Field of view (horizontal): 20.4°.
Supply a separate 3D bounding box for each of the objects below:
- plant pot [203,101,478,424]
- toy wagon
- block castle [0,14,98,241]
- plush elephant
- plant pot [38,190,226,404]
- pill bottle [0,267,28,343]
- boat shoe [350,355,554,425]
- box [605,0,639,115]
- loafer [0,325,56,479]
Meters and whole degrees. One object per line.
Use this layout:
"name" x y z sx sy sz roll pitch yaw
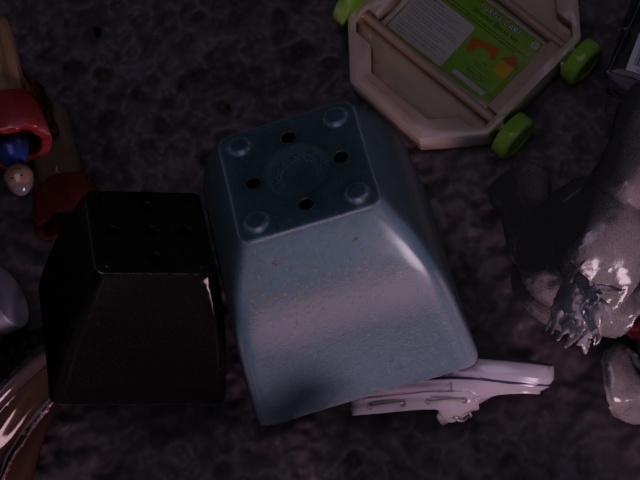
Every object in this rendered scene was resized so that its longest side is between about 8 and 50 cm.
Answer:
"plant pot" 0.000 0.000 1.858 0.247 0.252 0.247 -17 52 3
"toy wagon" 0.194 -0.263 2.043 0.267 0.068 0.344 41 82 16
"block castle" -0.486 -0.045 1.948 0.453 0.303 0.212 -17 66 2
"plush elephant" 0.345 0.038 1.855 0.272 0.255 0.330 -38 28 35
"plant pot" -0.192 0.051 1.886 0.187 0.167 0.188 1 44 -15
"pill bottle" -0.420 0.101 1.975 0.184 0.103 0.103 -26 71 16
"boat shoe" 0.140 0.162 1.927 0.226 0.083 0.075 1 89 17
"box" 0.452 -0.190 1.948 0.247 0.142 0.163 19 78 14
"loafer" -0.372 0.250 1.953 0.130 0.134 0.366 43 79 -20
